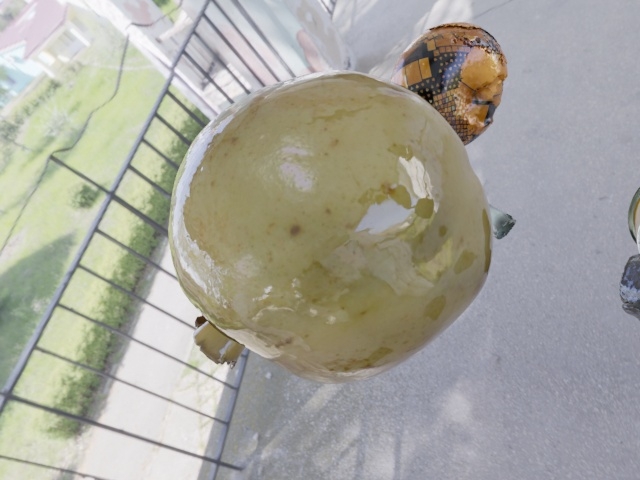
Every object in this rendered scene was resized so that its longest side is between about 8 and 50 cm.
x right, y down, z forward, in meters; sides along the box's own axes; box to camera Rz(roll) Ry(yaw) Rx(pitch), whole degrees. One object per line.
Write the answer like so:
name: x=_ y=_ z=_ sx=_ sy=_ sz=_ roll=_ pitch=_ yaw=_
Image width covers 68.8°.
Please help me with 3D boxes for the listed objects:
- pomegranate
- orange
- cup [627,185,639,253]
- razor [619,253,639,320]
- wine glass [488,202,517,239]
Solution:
pomegranate: x=0.000 y=0.000 z=0.461 sx=0.318 sy=0.319 sz=0.320 roll=-23 pitch=46 yaw=26
orange: x=0.238 y=-0.291 z=0.895 sx=0.234 sy=0.234 sz=0.182 roll=-45 pitch=43 yaw=3
cup: x=0.616 y=-0.025 z=0.772 sx=0.196 sy=0.279 sz=0.197 roll=11 pitch=109 yaw=34
razor: x=0.848 y=0.107 z=1.028 sx=0.326 sy=0.107 sz=0.189 roll=2 pitch=63 yaw=60
wine glass: x=0.434 y=-0.076 z=1.236 sx=0.072 sy=0.072 sz=0.155 roll=-43 pitch=54 yaw=5
